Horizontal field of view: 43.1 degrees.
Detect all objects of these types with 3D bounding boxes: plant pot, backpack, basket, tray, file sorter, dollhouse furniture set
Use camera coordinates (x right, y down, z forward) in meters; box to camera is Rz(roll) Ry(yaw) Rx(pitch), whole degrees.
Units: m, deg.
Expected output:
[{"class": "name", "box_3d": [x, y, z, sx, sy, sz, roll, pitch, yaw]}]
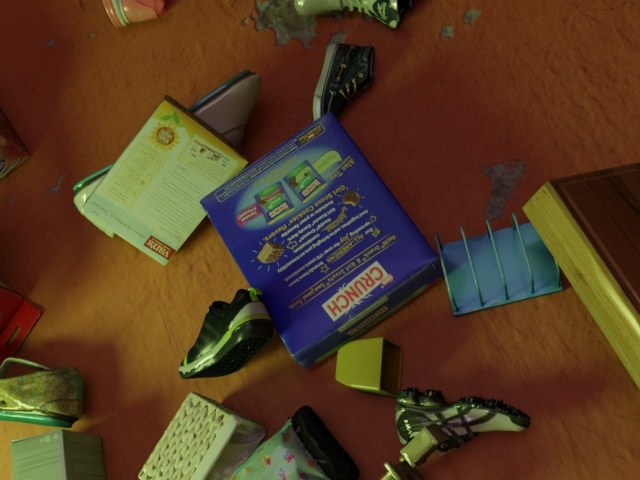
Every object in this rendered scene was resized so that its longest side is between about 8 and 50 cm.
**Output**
[{"class": "plant pot", "box_3d": [0.070, 0.194, 1.235, 0.083, 0.081, 0.082, -5, 69, 27]}, {"class": "backpack", "box_3d": [-0.053, 0.349, 1.193, 0.182, 0.115, 0.152, -40, 68, 2]}, {"class": "basket", "box_3d": [-0.181, 0.326, 1.239, 0.103, 0.113, 0.167, 28, 81, 27]}, {"class": "tray", "box_3d": [0.470, 0.083, 1.104, 0.202, 0.076, 0.411, -12, 61, -31]}, {"class": "file sorter", "box_3d": [0.267, 0.029, 1.223, 0.170, 0.104, 0.118, -15, 68, 10]}, {"class": "dollhouse furniture set", "box_3d": [0.099, 0.355, 1.093, 0.182, 0.161, 0.101, -50, 64, 19]}]

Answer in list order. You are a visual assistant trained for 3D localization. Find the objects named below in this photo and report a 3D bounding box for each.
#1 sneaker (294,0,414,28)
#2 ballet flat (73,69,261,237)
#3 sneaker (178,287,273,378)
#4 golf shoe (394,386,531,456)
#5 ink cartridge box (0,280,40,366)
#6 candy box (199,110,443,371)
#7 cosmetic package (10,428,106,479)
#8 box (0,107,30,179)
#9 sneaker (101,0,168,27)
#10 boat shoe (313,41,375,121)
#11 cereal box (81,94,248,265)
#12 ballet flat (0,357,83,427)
[{"class": "sneaker", "box_3d": [0.078, -0.432, 1.443, 0.234, 0.094, 0.153, -21, 58, -3]}, {"class": "ballet flat", "box_3d": [-0.246, -0.139, 1.427, 0.400, 0.139, 0.139, -33, 66, 7]}, {"class": "sneaker", "box_3d": [-0.148, 0.144, 1.266, 0.234, 0.084, 0.097, -37, 59, 40]}, {"class": "golf shoe", "box_3d": [0.204, 0.270, 1.179, 0.198, 0.077, 0.094, 3, 83, 24]}, {"class": "ink cartridge box", "box_3d": [-0.633, 0.118, 1.455, 0.231, 0.078, 0.134, 29, 81, 22]}, {"class": "candy box", "box_3d": [0.000, 0.000, 1.298, 0.268, 0.122, 0.317, -34, 65, 2]}, {"class": "cosmetic package", "box_3d": [-0.397, 0.423, 1.256, 0.107, 0.127, 0.238, -14, 66, 10]}, {"class": "box", "box_3d": [-0.718, -0.244, 1.572, 0.154, 0.142, 0.300, -39, 65, 0]}, {"class": "sneaker", "box_3d": [-0.354, -0.572, 1.622, 0.136, 0.116, 0.314, -2, 77, 4]}, {"class": "boat shoe", "box_3d": [0.042, -0.264, 1.410, 0.083, 0.065, 0.184, 5, 72, 19]}, {"class": "cereal box", "box_3d": [-0.260, -0.097, 1.358, 0.173, 0.047, 0.240, 37, 104, -19]}, {"class": "ballet flat", "box_3d": [-0.563, 0.254, 1.371, 0.348, 0.123, 0.123, -1, 71, 10]}]
